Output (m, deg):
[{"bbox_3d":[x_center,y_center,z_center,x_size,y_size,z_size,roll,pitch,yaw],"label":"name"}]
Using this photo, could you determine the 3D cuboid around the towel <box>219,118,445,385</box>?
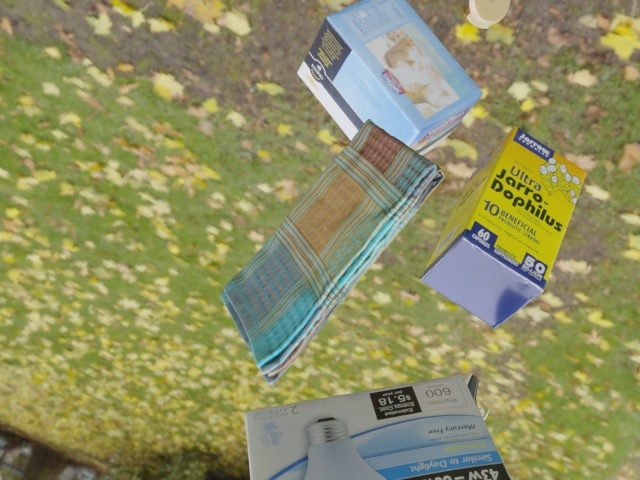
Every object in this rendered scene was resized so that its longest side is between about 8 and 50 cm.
[{"bbox_3d":[0.000,0.000,1.204,0.040,0.370,0.271,36,-173,-28],"label":"towel"}]

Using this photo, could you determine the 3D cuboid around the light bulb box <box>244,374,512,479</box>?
[{"bbox_3d":[0.087,0.412,1.179,0.358,0.361,0.225,-10,119,-5],"label":"light bulb box"}]

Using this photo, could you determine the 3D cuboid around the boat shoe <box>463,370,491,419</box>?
[{"bbox_3d":[0.308,0.391,1.781,0.079,0.254,0.095,23,132,6],"label":"boat shoe"}]

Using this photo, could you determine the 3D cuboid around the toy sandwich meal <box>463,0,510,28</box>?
[{"bbox_3d":[0.264,-0.379,1.320,0.085,0.085,0.029,37,179,-29],"label":"toy sandwich meal"}]

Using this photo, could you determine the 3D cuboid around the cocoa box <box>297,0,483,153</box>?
[{"bbox_3d":[0.158,-0.371,1.956,0.347,0.231,0.228,52,150,9],"label":"cocoa box"}]

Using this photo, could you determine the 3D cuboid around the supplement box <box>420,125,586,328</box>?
[{"bbox_3d":[0.391,-0.032,1.757,0.194,0.356,0.195,33,144,-2],"label":"supplement box"}]
